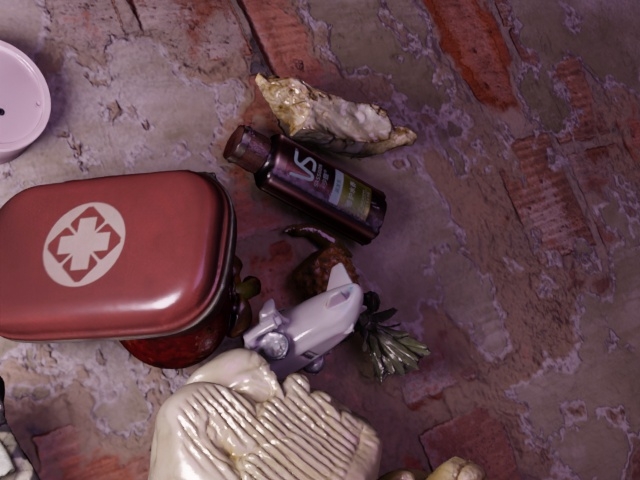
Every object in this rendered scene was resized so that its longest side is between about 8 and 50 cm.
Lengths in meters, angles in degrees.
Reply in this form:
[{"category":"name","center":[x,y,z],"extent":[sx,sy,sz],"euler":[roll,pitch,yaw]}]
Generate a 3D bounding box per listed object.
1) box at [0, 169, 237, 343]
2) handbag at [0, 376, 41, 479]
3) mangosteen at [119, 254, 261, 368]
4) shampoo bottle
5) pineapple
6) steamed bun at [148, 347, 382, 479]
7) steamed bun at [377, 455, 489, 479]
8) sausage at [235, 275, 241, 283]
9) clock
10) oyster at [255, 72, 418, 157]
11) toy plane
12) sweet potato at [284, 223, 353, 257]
[{"category":"box","center":[-0.314,0.025,1.575],"extent":[0.108,0.403,0.263],"euler":[54,36,-58]},{"category":"handbag","center":[-0.459,0.394,1.383],"extent":[0.316,0.180,0.416],"euler":[-33,89,-21]},{"category":"mangosteen","center":[-0.207,0.094,1.717],"extent":[0.257,0.215,0.215],"euler":[-4,73,-37]},{"category":"shampoo bottle","center":[-0.026,-0.111,2.024],"extent":[0.323,0.084,0.129],"euler":[29,53,-23]},{"category":"pineapple","center":[0.073,0.132,1.970],"extent":[0.277,0.119,0.130],"euler":[52,42,-6]},{"category":"steamed bun","center":[-0.105,0.352,1.671],"extent":[0.339,0.247,0.352],"euler":[35,43,-1]},{"category":"steamed bun","center":[0.179,0.480,1.767],"extent":[0.372,0.324,0.231],"euler":[-7,78,-33]},{"category":"sausage","center":[-0.202,0.019,1.845],"extent":[0.076,0.076,0.198],"euler":[-37,96,-40]},{"category":"clock","center":[-0.530,-0.220,1.709],"extent":[0.196,0.068,0.197],"euler":[15,63,-31]},{"category":"oyster","center":[0.020,-0.224,2.063],"extent":[0.341,0.166,0.110],"euler":[17,84,-42]},{"category":"toy plane","center":[-0.033,0.150,1.821],"extent":[0.252,0.252,0.118],"euler":[-7,54,-38]},{"category":"sweet potato","center":[-0.001,-0.005,2.027],"extent":[0.153,0.038,0.041],"euler":[24,36,-25]}]
